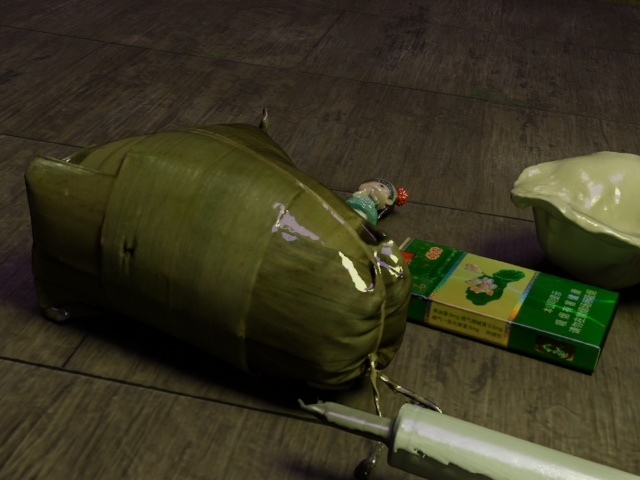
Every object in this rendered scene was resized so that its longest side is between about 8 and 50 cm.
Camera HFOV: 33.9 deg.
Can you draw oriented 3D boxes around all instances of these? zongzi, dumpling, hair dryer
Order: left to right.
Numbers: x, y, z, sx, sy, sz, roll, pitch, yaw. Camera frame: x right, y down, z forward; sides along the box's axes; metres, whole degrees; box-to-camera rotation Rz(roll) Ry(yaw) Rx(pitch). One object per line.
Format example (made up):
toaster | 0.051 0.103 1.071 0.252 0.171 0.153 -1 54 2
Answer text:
zongzi | 0.000 0.000 0.996 0.447 0.181 0.418 21 29 23
hair dryer | 0.144 0.175 0.729 0.357 0.108 0.173 14 26 17
dumpling | 0.323 -0.014 1.126 0.258 0.147 0.193 15 20 -22

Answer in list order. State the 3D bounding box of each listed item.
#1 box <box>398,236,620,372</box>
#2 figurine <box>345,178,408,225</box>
box | 0.175 0.060 1.064 0.235 0.034 0.132 15 27 19
figurine | 0.059 -0.041 1.237 0.060 0.047 0.106 9 26 25
